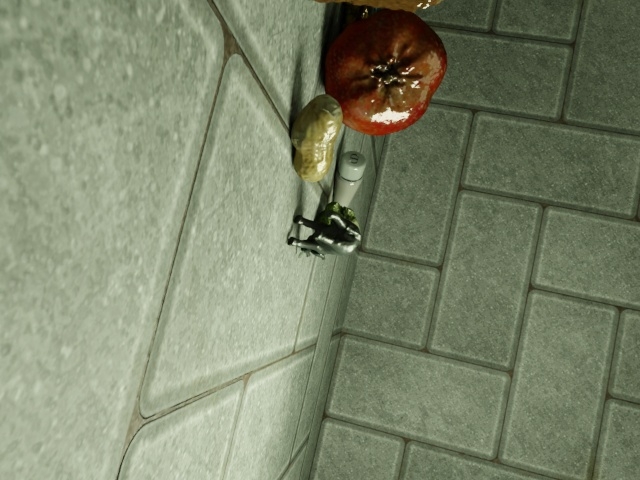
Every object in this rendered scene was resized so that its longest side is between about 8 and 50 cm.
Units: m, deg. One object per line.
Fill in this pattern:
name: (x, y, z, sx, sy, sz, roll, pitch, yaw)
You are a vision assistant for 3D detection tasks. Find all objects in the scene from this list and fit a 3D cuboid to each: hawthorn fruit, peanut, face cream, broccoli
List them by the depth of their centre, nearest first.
peanut: (-0.010, -0.204, 1.040, 0.214, 0.100, 0.099, 96, 11, -55)
hawthorn fruit: (0.143, -0.397, 1.213, 0.330, 0.287, 0.287, -88, -173, -72)
broccoli: (0.046, -0.038, 1.505, 0.162, 0.138, 0.145, 10, 86, -43)
face cream: (0.079, -0.165, 1.701, 0.314, 0.089, 0.143, 107, 2, -55)

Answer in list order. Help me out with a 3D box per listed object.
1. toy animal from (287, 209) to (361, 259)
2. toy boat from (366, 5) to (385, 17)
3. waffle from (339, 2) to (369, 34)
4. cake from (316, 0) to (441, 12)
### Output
toy animal: (-0.009, -0.003, 1.223, 0.270, 0.137, 0.082, -17, -125, 54)
toy boat: (0.148, -0.620, 1.251, 0.084, 0.066, 0.210, 12, 83, -81)
waffle: (0.098, -0.592, 1.323, 0.231, 0.051, 0.228, -41, 142, -76)
cake: (0.029, -0.417, 0.505, 0.256, 0.282, 0.290, -5, 111, -73)
